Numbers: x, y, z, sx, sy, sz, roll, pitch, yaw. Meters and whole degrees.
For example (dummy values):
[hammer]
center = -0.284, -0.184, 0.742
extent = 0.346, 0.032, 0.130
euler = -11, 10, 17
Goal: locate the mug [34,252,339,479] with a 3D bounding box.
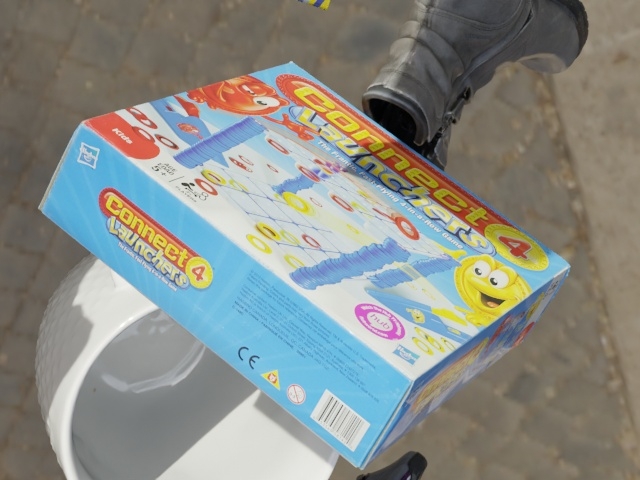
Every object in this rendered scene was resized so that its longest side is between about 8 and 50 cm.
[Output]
[mug]
center = -0.168, 0.088, 1.556
extent = 0.276, 0.328, 0.374
euler = -23, 112, -11

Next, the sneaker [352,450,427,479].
[sneaker]
center = 0.015, 0.296, 1.685
extent = 0.098, 0.083, 0.223
euler = 44, 98, 7

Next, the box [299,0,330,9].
[box]
center = 0.002, -0.215, 0.883
extent = 0.059, 0.054, 0.169
euler = 17, 142, -4

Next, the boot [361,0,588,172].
[boot]
center = 0.133, -0.159, 1.417
extent = 0.222, 0.118, 0.338
euler = -66, 153, -3

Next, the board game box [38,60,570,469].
[board game box]
center = 0.000, 0.000, 1.185
extent = 0.308, 0.302, 0.086
euler = 37, 119, 15
